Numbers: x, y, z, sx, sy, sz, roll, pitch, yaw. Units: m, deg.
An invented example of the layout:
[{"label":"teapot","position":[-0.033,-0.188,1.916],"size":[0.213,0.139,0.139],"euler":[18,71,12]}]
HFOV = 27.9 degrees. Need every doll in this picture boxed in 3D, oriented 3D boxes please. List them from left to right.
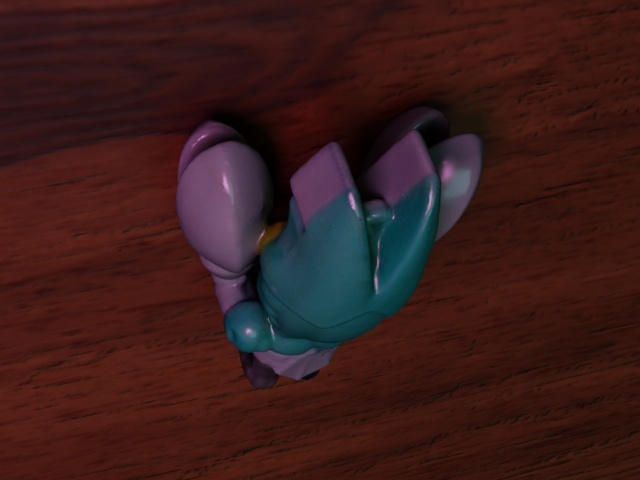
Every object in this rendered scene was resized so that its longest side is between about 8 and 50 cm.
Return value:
[{"label":"doll","position":[-0.016,0.001,0.837],"size":[0.195,0.153,0.258],"euler":[3,144,-48]}]
